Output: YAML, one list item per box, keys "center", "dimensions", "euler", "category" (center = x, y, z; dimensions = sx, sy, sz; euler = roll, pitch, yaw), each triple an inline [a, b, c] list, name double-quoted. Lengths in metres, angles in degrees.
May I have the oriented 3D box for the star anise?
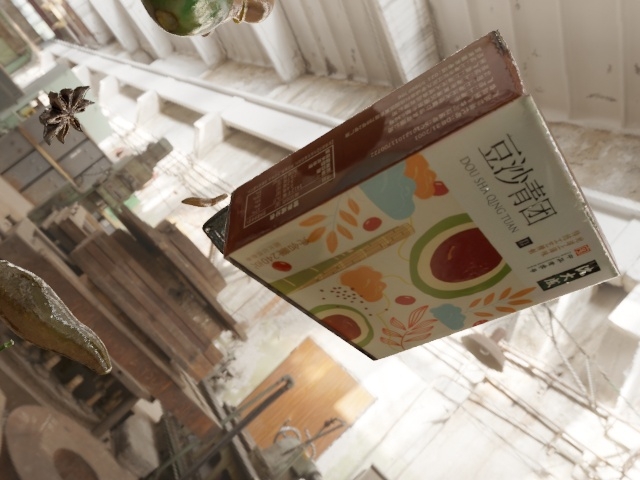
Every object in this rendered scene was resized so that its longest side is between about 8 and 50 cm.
- center: [-0.501, -0.247, 0.997]
  dimensions: [0.042, 0.141, 0.141]
  euler: [29, -15, 3]
  category: "star anise"

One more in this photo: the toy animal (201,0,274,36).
- center: [-0.219, -0.632, 1.331]
  dimensions: [0.149, 0.248, 0.165]
  euler: [38, -46, 25]
  category: "toy animal"

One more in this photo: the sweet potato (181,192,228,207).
- center: [-0.383, -0.131, 1.717]
  dimensions: [0.044, 0.179, 0.044]
  euler: [12, -74, 48]
  category: "sweet potato"

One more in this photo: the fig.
- center: [-0.246, -0.457, 0.929]
  dimensions: [0.180, 0.191, 0.181]
  euler: [12, -32, 8]
  category: "fig"

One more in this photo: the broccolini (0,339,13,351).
- center: [-0.732, 0.286, 1.078]
  dimensions: [0.052, 0.194, 0.054]
  euler: [39, -15, -21]
  category: "broccolini"

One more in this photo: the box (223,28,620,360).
- center: [0.131, -0.010, 0.673]
  dimensions: [0.344, 0.385, 0.122]
  euler: [40, 35, -38]
  category: "box"

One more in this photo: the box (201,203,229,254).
- center: [-0.252, -0.034, 1.419]
  dimensions: [0.027, 0.126, 0.125]
  euler: [44, -10, 47]
  category: "box"

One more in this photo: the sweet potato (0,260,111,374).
- center: [-0.387, 0.101, 0.712]
  dimensions: [0.243, 0.077, 0.077]
  euler: [33, -15, 4]
  category: "sweet potato"
